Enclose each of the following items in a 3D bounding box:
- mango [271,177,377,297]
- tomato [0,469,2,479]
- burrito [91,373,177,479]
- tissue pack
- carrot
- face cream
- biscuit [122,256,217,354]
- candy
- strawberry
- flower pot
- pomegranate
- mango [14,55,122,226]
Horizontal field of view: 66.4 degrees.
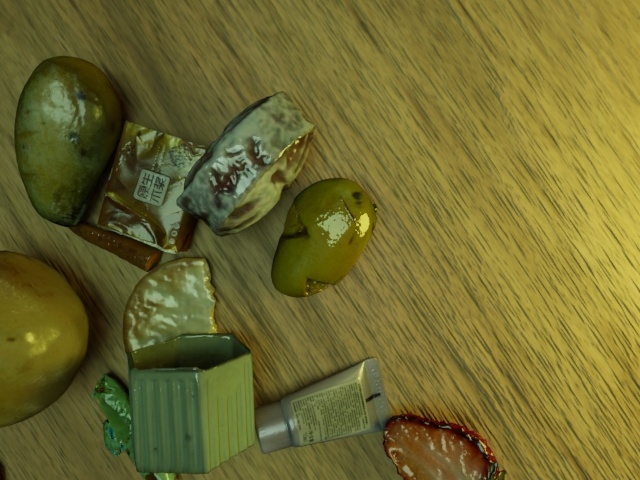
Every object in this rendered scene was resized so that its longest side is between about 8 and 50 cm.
[{"bbox_3d":[0.000,0.000,0.952,0.167,0.130,0.262,29,99,6],"label":"mango"},{"bbox_3d":[-0.829,0.565,1.021,0.309,0.170,0.309,0,94,4],"label":"tomato"},{"bbox_3d":[-0.410,0.421,1.041,0.104,0.054,0.288,-29,91,7],"label":"burrito"},{"bbox_3d":[-0.328,-0.104,0.993,0.183,0.092,0.226,19,92,5],"label":"tissue pack"},{"bbox_3d":[-0.444,0.003,1.027,0.224,0.057,0.057,21,94,9],"label":"carrot"},{"bbox_3d":[0.005,0.345,0.992,0.274,0.096,0.154,-14,89,-8],"label":"face cream"},{"bbox_3d":[-0.311,0.192,1.027,0.205,0.040,0.309,-5,93,4],"label":"biscuit"},{"bbox_3d":[-0.127,-0.136,0.911,0.157,0.214,0.289,42,87,-3],"label":"candy"},{"bbox_3d":[0.242,0.426,0.969,0.236,0.111,0.190,33,106,26],"label":"strawberry"},{"bbox_3d":[-0.239,0.290,0.904,0.209,0.239,0.189,1,96,33],"label":"flower pot"},{"bbox_3d":[-0.603,0.179,0.923,0.333,0.332,0.332,0,92,5],"label":"pomegranate"},{"bbox_3d":[-0.505,-0.195,0.977,0.176,0.176,0.329,41,118,33],"label":"mango"}]
